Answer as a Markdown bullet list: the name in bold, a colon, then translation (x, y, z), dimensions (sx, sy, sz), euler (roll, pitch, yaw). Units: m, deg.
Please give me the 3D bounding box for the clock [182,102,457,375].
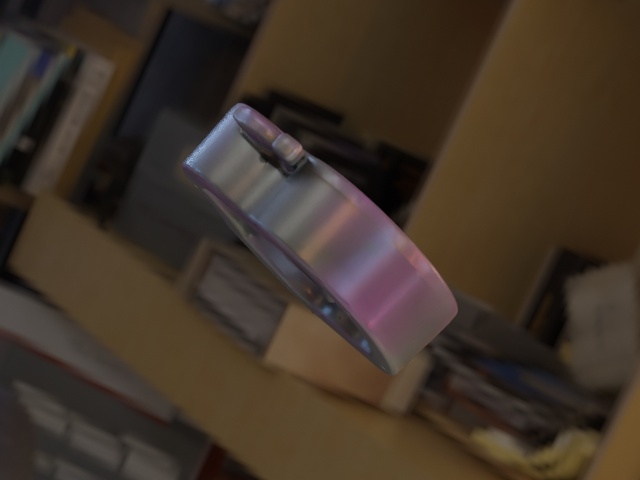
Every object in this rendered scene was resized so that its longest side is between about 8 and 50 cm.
- **clock**: translation (0.000, 0.000, 2.122), dimensions (0.338, 0.102, 0.338), euler (43, -6, 6)
